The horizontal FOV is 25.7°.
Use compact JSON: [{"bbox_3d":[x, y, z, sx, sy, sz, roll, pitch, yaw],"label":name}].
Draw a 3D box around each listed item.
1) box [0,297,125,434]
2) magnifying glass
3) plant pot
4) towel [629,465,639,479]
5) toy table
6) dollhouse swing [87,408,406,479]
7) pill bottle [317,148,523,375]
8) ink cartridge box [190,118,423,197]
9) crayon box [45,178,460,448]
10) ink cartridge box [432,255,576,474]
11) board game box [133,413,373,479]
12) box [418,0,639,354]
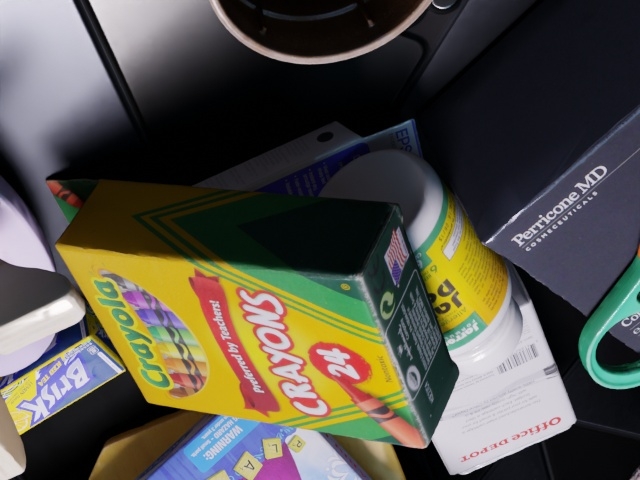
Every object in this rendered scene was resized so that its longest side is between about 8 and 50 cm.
[{"bbox_3d":[-0.259,0.124,1.239,0.169,0.054,0.059,-32,132,9],"label":"box"},{"bbox_3d":[0.261,0.033,1.112,0.092,0.026,0.231,-8,130,-12],"label":"magnifying glass"},{"bbox_3d":[-0.013,-0.232,0.944,0.166,0.165,0.167,-9,130,-11],"label":"plant pot"},{"bbox_3d":[0.477,0.117,1.349,0.317,0.053,0.332,-23,154,-28],"label":"towel"},{"bbox_3d":[-0.293,0.052,1.045,0.252,0.161,0.274,-33,129,14],"label":"toy table"},{"bbox_3d":[-0.044,0.304,1.459,0.346,0.305,0.315,-23,174,1],"label":"dollhouse swing"},{"bbox_3d":[0.089,0.027,1.175,0.117,0.118,0.208,-33,134,10],"label":"pill bottle"},{"bbox_3d":[0.000,0.000,1.221,0.208,0.045,0.206,-23,133,-6],"label":"ink cartridge box"},{"bbox_3d":[-0.069,0.054,1.112,0.318,0.081,0.202,5,139,29],"label":"crayon box"},{"bbox_3d":[0.151,0.123,1.353,0.139,0.082,0.191,-24,133,3],"label":"ink cartridge box"},{"bbox_3d":[-0.062,0.336,1.298,0.318,0.066,0.318,-43,94,2],"label":"board game box"},{"bbox_3d":[0.321,-0.091,1.163,0.343,0.179,0.312,-42,130,18],"label":"box"}]
